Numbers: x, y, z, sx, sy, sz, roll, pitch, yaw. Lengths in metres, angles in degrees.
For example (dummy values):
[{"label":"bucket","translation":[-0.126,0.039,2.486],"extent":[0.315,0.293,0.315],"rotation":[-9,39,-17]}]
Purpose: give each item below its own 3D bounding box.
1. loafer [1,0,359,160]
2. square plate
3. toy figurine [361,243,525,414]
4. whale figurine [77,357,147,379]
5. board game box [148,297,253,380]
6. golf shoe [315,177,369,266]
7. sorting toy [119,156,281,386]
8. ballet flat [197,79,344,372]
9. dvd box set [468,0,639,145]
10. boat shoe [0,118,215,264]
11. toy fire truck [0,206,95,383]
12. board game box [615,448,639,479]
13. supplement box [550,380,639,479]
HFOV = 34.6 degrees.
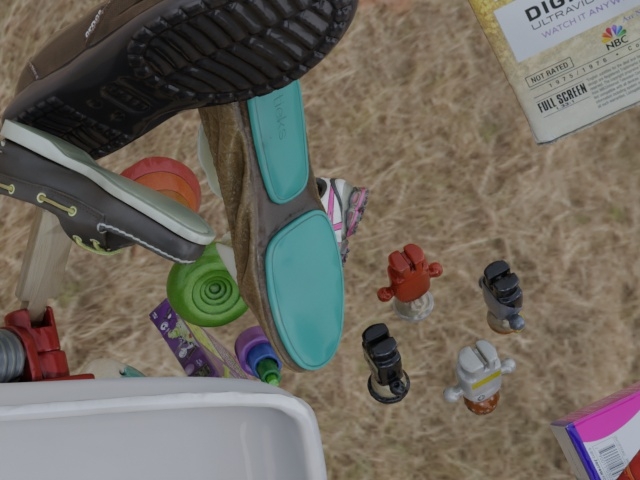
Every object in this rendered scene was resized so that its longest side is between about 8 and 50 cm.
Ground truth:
[{"label":"loafer","translation":[-0.135,-0.186,0.884],"extent":[0.134,0.366,0.130],"rotation":[36,45,-49]},{"label":"square plate","translation":[-0.155,0.163,0.476],"extent":[0.344,0.347,0.049],"rotation":[-1,45,6]},{"label":"toy figurine","translation":[0.169,0.128,1.401],"extent":[0.209,0.148,0.213],"rotation":[8,55,17]},{"label":"whale figurine","translation":[-0.286,0.284,1.292],"extent":[0.141,0.216,0.272],"rotation":[26,104,-7]},{"label":"board game box","translation":[-0.127,0.241,1.562],"extent":[0.056,0.347,0.208],"rotation":[-46,131,2]},{"label":"golf shoe","translation":[0.000,0.000,1.347],"extent":[0.086,0.067,0.186],"rotation":[19,59,1]},{"label":"sorting toy","translation":[-0.140,0.064,1.329],"extent":[0.127,0.126,0.365],"rotation":[-32,120,-2]},{"label":"ballet flat","translation":[-0.061,-0.032,1.023],"extent":[0.116,0.124,0.342],"rotation":[-34,123,-37]},{"label":"dvd box set","translation":[0.187,-0.288,0.611],"extent":[0.420,0.307,0.062],"rotation":[55,19,-30]},{"label":"boat shoe","translation":[-0.186,-0.027,0.853],"extent":[0.069,0.227,0.081],"rotation":[-64,154,4]},{"label":"toy fire truck","translation":[-0.295,0.100,0.959],"extent":[0.217,0.158,0.246],"rotation":[4,70,-64]},{"label":"board game box","translation":[0.294,0.203,0.524],"extent":[0.086,0.302,0.308],"rotation":[-29,60,-31]},{"label":"supplement box","translation":[0.435,0.248,1.362],"extent":[0.220,0.114,0.111],"rotation":[-24,82,-2]}]
